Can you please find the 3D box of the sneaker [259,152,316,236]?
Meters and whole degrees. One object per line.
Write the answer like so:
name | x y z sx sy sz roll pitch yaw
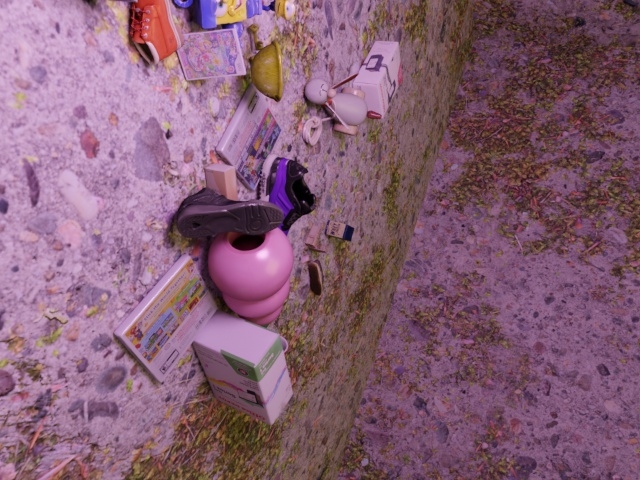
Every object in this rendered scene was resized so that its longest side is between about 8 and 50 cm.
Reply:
sneaker | -0.087 -0.086 1.241 0.102 0.146 0.293 -55 155 -50

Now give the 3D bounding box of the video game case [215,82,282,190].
video game case | -0.173 -0.257 1.135 0.201 0.023 0.183 -68 155 -18

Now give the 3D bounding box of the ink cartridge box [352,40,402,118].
ink cartridge box | 0.220 -0.604 1.697 0.237 0.100 0.172 -64 153 -24

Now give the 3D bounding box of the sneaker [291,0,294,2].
sneaker | -0.070 -0.635 1.119 0.109 0.040 0.043 -66 153 -20

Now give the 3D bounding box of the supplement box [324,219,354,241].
supplement box | 0.073 -0.037 1.723 0.083 0.083 0.056 21 84 -66

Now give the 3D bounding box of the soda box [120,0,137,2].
soda box | -0.356 -0.416 0.555 0.286 0.091 0.097 4 101 -66

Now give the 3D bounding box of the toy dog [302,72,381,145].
toy dog | 0.088 -0.424 1.436 0.334 0.161 0.219 -39 137 -54

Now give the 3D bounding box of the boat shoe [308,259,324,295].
boat shoe | -0.008 0.139 1.680 0.049 0.056 0.152 -43 141 -42

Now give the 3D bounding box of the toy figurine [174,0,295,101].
toy figurine | -0.191 -0.464 0.901 0.218 0.191 0.362 -17 132 -28

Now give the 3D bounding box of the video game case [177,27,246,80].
video game case | -0.214 -0.359 0.871 0.011 0.122 0.087 -87 171 -47

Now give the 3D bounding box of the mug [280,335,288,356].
mug | -0.157 0.391 1.438 0.150 0.113 0.169 -33 136 -54

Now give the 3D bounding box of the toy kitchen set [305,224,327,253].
toy kitchen set | 0.000 0.000 1.603 0.075 0.068 0.083 -69 156 -15

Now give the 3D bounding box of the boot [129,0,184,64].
boot | -0.294 -0.379 0.759 0.084 0.059 0.157 -56 151 -27

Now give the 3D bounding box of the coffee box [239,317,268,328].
coffee box | -0.183 0.219 1.362 0.184 0.041 0.113 -58 151 -34

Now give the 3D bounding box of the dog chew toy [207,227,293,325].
dog chew toy | -0.167 0.102 1.150 0.206 0.207 0.331 -56 157 -37

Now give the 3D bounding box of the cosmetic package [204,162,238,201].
cosmetic package | -0.229 -0.117 1.046 0.041 0.061 0.114 -45 140 -51

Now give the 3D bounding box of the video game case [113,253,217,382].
video game case | -0.337 0.178 1.021 0.226 0.026 0.206 -56 150 -34

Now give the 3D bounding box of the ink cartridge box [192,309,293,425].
ink cartridge box | -0.200 0.341 1.194 0.117 0.202 0.277 -52 148 -41

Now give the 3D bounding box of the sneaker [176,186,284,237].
sneaker | -0.200 -0.069 0.993 0.130 0.228 0.087 -118 -153 -52
